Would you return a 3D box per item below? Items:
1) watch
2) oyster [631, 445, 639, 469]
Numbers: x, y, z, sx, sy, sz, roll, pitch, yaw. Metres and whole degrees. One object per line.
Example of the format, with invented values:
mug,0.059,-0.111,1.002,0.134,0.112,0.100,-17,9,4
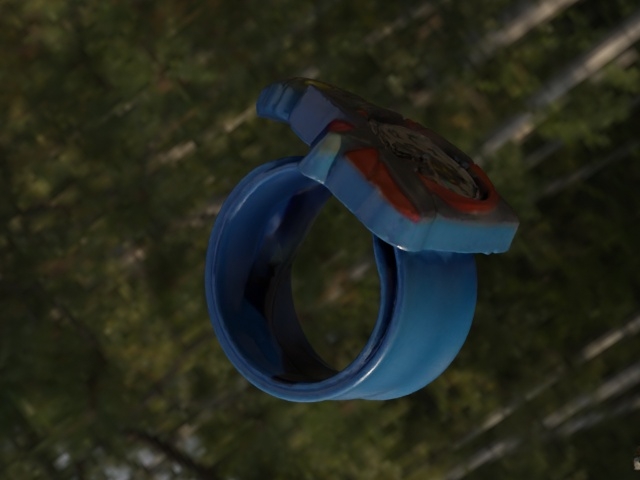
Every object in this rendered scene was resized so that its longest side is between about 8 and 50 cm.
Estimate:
watch,0.000,0.000,1.578,0.305,0.274,0.241,40,-159,33
oyster,0.330,0.213,1.311,0.166,0.110,0.341,52,-156,-6
